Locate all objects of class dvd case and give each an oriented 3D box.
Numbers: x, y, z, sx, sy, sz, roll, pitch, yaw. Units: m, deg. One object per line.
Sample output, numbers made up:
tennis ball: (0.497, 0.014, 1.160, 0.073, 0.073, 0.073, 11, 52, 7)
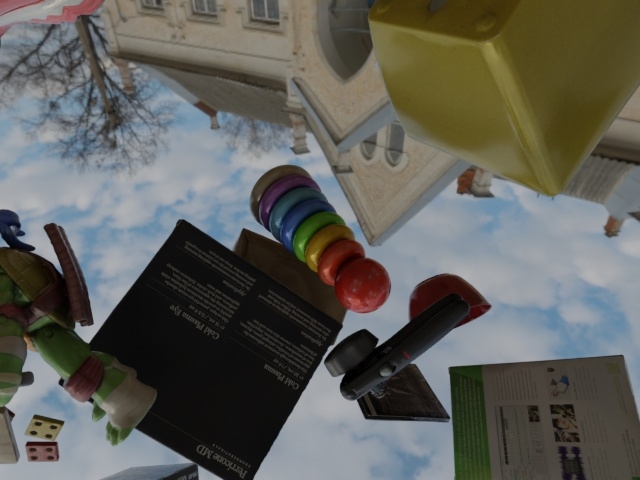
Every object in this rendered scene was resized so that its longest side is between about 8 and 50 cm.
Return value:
dvd case: (0.161, 0.327, 0.960, 0.221, 0.018, 0.164, 14, -155, -27)

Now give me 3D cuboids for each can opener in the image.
can opener: (0.093, 0.124, 0.510, 0.186, 0.073, 0.059, -34, -162, 12)

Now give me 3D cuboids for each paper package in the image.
paper package: (-0.083, 0.126, 1.097, 0.310, 0.325, 0.168, 23, -100, 0)

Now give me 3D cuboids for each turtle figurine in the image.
turtle figurine: (-0.329, 0.133, 0.445, 0.198, 0.266, 0.274, -26, -151, 26)

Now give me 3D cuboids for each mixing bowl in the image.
mixing bowl: (0.259, 0.133, 0.933, 0.182, 0.181, 0.098, -13, -116, -16)

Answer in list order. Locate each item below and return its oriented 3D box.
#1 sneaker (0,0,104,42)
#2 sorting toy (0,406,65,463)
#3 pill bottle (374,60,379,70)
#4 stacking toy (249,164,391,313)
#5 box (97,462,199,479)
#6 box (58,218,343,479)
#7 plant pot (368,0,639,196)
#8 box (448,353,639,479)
sneaker: (-0.367, -0.250, 0.416, 0.314, 0.115, 0.136, -18, 178, 16)
sorting toy: (-0.554, 0.303, 0.702, 0.275, 0.132, 0.046, 5, -149, -12)
pill bottle: (0.198, -0.318, 0.886, 0.180, 0.108, 0.108, 46, -134, -6)
stacking toy: (0.000, 0.000, 0.762, 0.141, 0.141, 0.330, -20, -135, -23)
box: (-0.383, 0.507, 0.895, 0.191, 0.184, 0.045, -13, -103, 17)
box: (-0.196, 0.194, 0.785, 0.343, 0.179, 0.312, 35, -107, -7)
plant pot: (0.174, -0.203, 0.418, 0.212, 0.212, 0.187, 38, -172, 41)
box: (0.408, 0.344, 0.812, 0.322, 0.058, 0.232, -13, -127, 30)
